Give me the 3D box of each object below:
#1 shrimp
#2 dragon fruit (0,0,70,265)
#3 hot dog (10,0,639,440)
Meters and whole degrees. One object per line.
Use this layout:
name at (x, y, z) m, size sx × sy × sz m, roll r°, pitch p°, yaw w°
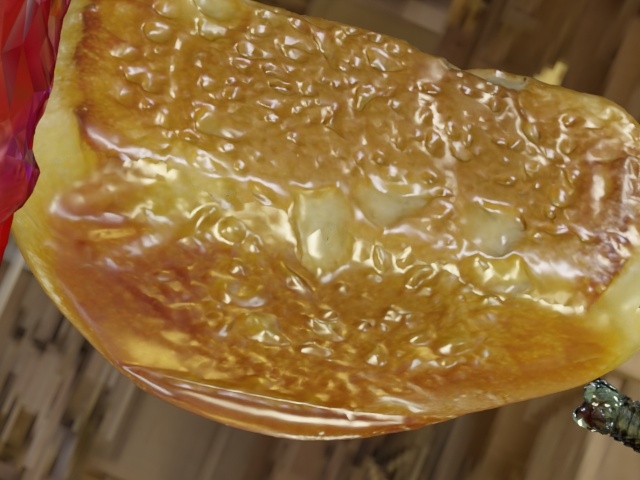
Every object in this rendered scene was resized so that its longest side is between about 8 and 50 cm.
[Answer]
shrimp at (0.264, 0.142, 1.170) m, size 0.174 × 0.076 × 0.082 m, roll 26°, pitch -86°, yaw 56°
dragon fruit at (-0.205, -0.075, 0.478) m, size 0.371 × 0.249 × 0.386 m, roll -33°, pitch 129°, yaw -68°
hot dog at (0.000, -0.002, 0.986) m, size 0.223 × 0.405 × 0.185 m, roll 114°, pitch -13°, yaw -46°
